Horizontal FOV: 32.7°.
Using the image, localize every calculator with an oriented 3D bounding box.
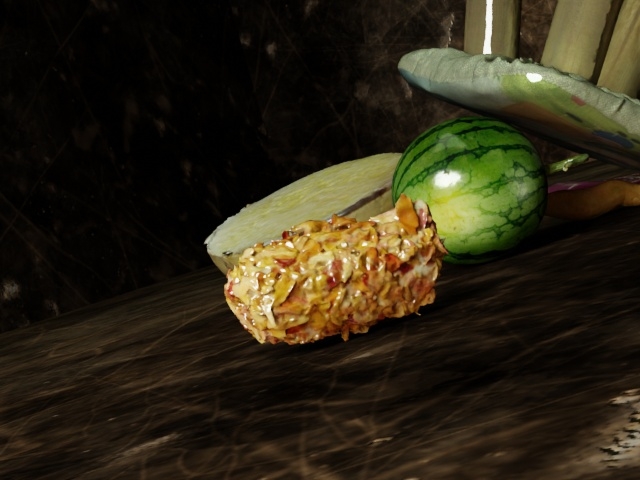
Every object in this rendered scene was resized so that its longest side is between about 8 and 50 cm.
[{"bbox_3d":[0.378,-0.068,1.352,0.190,0.034,0.126,-10,1,2],"label":"calculator"}]

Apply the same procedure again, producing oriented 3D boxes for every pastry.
[{"bbox_3d":[0.020,0.030,0.766,0.169,0.087,0.063,-17,36,-16],"label":"pastry"}]

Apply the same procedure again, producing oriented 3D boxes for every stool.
[{"bbox_3d":[0.275,-0.199,1.057,0.310,0.226,0.310,18,4,-23],"label":"stool"}]

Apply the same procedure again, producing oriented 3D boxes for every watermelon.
[{"bbox_3d":[0.162,-0.051,1.037,0.187,0.141,0.141,-11,2,1],"label":"watermelon"}]

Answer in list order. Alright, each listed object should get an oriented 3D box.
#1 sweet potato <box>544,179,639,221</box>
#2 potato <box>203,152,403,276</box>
[{"bbox_3d":[0.309,-0.047,1.176,0.179,0.044,0.044,-9,2,0],"label":"sweet potato"},{"bbox_3d":[0.000,0.000,1.203,0.239,0.116,0.299,-26,10,-23],"label":"potato"}]
